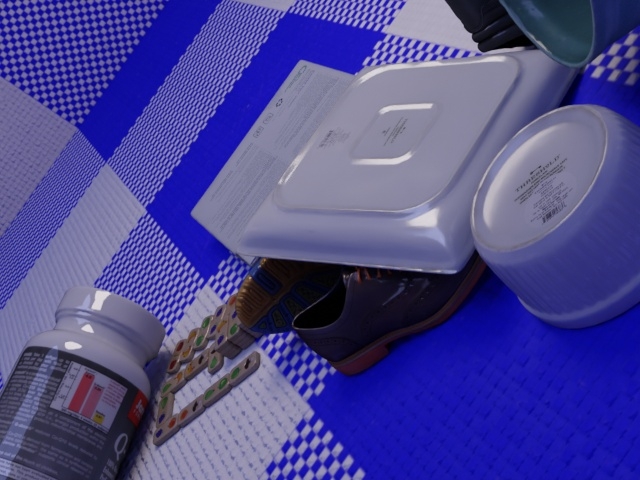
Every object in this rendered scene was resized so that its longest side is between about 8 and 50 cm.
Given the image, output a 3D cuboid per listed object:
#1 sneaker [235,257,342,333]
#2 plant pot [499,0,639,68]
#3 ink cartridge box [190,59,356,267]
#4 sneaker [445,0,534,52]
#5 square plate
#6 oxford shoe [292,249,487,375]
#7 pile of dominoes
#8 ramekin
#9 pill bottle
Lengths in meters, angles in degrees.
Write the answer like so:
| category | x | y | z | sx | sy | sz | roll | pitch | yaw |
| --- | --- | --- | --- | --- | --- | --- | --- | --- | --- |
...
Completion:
| category | x | y | z | sx | sy | sz | roll | pitch | yaw |
| --- | --- | --- | --- | --- | --- | --- | --- | --- | --- |
| sneaker | 0.000 | 0.000 | 1.379 | 0.296 | 0.112 | 0.131 | -46 | 18 | -2 |
| plant pot | 0.266 | -0.344 | 1.010 | 0.196 | 0.293 | 0.293 | -30 | 28 | -1 |
| ink cartridge box | -0.045 | -0.117 | 1.614 | 0.324 | 0.071 | 0.330 | -54 | 28 | -1 |
| sneaker | 0.267 | -0.330 | 1.316 | 0.295 | 0.147 | 0.104 | -33 | 10 | -30 |
| square plate | 0.094 | -0.111 | 1.238 | 0.344 | 0.049 | 0.347 | 4 | 50 | 43 |
| oxford shoe | 0.081 | 0.051 | 1.166 | 0.271 | 0.098 | 0.097 | -42 | 29 | 24 |
| pile of dominoes | -0.169 | 0.160 | 1.527 | 0.251 | 0.040 | 0.196 | -40 | 30 | 27 |
| ramekin | 0.239 | -0.032 | 0.989 | 0.207 | 0.109 | 0.207 | -39 | 30 | 28 |
| pill bottle | -0.380 | 0.264 | 1.565 | 0.210 | 0.210 | 0.363 | -17 | 45 | 51 |
